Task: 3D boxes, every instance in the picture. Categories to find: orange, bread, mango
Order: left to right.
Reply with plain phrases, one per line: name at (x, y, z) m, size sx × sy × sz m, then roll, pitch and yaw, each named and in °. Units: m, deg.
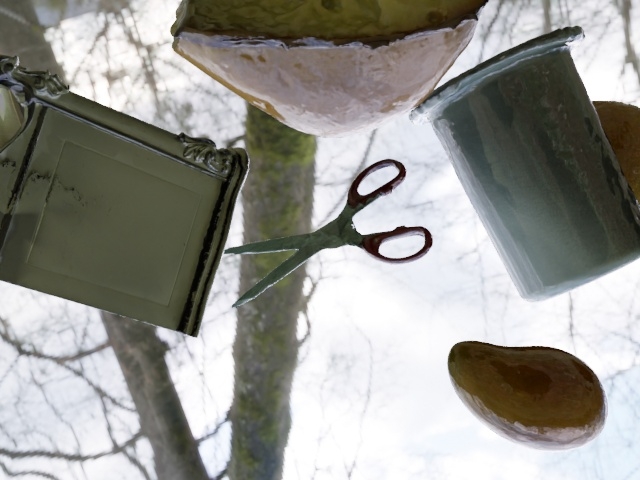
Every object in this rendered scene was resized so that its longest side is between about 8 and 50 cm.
bread at (0.009, -0.179, 0.847) m, size 0.262 × 0.162 × 0.204 m, roll -4°, pitch -140°, yaw 4°
mango at (0.201, 0.146, 0.949) m, size 0.085 × 0.184 × 0.102 m, roll -30°, pitch -133°, yaw 46°
orange at (0.414, -0.086, 1.445) m, size 0.236 × 0.236 × 0.236 m, roll -14°, pitch -159°, yaw 6°

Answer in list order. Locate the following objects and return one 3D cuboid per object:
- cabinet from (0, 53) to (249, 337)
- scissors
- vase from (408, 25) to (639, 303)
cabinet at (-0.307, -0.054, 1.132) m, size 0.318 × 0.227 × 0.290 m, roll 21°, pitch 172°, yaw -40°
scissors at (0.000, 0.000, 1.170) m, size 0.248 × 0.017 × 0.144 m, roll -22°, pitch -124°, yaw 7°
vase at (0.282, -0.087, 1.245) m, size 0.245 × 0.291 × 0.245 m, roll -27°, pitch 175°, yaw -2°
